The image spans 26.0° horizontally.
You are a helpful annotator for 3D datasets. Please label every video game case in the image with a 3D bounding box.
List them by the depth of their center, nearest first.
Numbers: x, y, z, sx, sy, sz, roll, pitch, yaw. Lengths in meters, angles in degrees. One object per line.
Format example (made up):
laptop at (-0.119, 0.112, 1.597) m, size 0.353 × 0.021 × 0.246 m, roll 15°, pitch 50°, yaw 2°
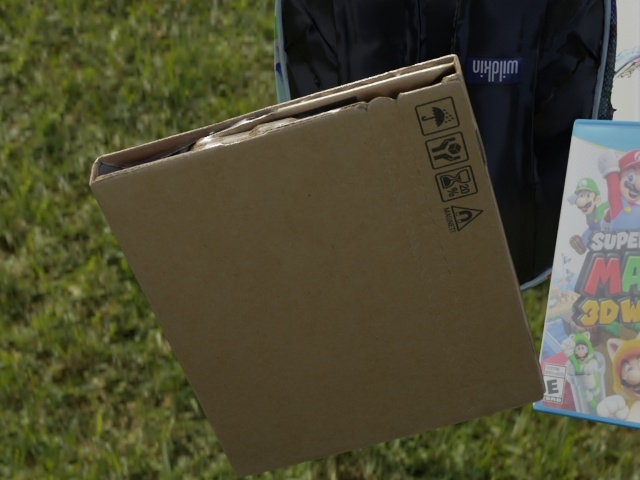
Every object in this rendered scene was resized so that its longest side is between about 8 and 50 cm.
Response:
video game case at (0.181, 0.019, 0.747) m, size 0.119 × 0.015 × 0.166 m, roll 6°, pitch 85°, yaw 36°

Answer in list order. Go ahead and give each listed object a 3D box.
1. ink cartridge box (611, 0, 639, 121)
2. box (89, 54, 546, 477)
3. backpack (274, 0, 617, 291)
ink cartridge box at (0.291, -0.107, 1.232) m, size 0.171 × 0.168 × 0.232 m, roll 11°, pitch 76°, yaw -28°
box at (0.006, 0.022, 0.637) m, size 0.164 × 0.201 × 0.021 m, roll -15°, pitch 40°, yaw 7°
backpack at (0.083, -0.093, 0.931) m, size 0.225 × 0.253 × 0.191 m, roll 1°, pitch 14°, yaw 9°
